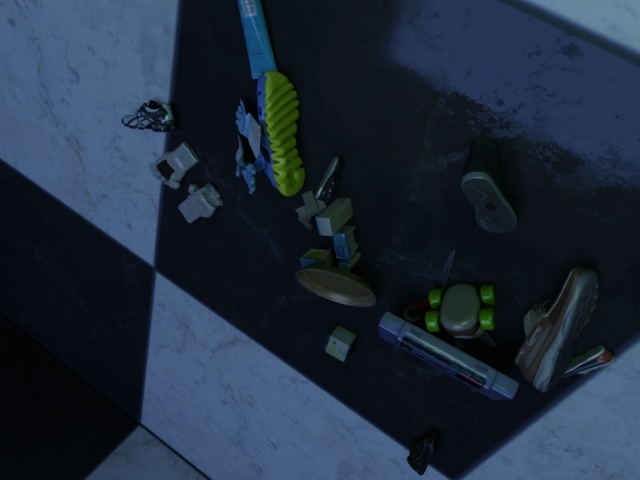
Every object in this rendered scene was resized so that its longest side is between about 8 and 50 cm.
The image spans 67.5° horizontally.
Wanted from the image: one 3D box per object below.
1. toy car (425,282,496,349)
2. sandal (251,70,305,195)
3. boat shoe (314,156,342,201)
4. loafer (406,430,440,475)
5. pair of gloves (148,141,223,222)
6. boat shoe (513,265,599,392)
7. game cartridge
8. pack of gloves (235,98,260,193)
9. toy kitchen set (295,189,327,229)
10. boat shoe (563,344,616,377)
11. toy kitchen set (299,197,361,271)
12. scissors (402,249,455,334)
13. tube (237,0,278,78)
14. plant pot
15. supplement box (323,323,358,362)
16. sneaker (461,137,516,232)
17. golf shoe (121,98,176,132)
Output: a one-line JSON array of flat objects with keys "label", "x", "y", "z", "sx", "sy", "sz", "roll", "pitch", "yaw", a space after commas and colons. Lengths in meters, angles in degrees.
[{"label": "toy car", "x": 0.365, "y": 0.216, "z": 1.195, "sx": 0.155, "sy": 0.148, "sz": 0.188, "roll": -8, "pitch": 127, "yaw": 27}, {"label": "sandal", "x": -0.129, "y": -0.266, "z": 1.211, "sx": 0.138, "sy": 0.126, "sz": 0.317, "roll": 19, "pitch": 126, "yaw": 30}, {"label": "boat shoe", "x": 0.027, "y": -0.156, "z": 1.231, "sx": 0.042, "sy": 0.048, "sz": 0.133, "roll": 18, "pitch": 126, "yaw": -13}, {"label": "loafer", "x": 0.326, "y": 0.690, "z": 1.561, "sx": 0.078, "sy": 0.080, "sz": 0.219, "roll": 24, "pitch": 129, "yaw": 18}, {"label": "pair of gloves", "x": -0.426, "y": -0.172, "z": 1.518, "sx": 0.204, "sy": 0.042, "sz": 0.240, "roll": -16, "pitch": 110, "yaw": 39}, {"label": "boat shoe", "x": 0.519, "y": 0.195, "z": 1.086, "sx": 0.116, "sy": 0.123, "sz": 0.324, "roll": 36, "pitch": 127, "yaw": 43}, {"label": "game cartridge", "x": 0.316, "y": 0.308, "z": 1.253, "sx": 0.355, "sy": 0.068, "sz": 0.230, "roll": 27, "pitch": 171, "yaw": 16}, {"label": "pack of gloves", "x": -0.205, "y": -0.242, "z": 1.228, "sx": 0.232, "sy": 0.046, "sz": 0.194, "roll": -121, "pitch": 31, "yaw": -50}, {"label": "toy kitchen set", "x": -0.019, "y": -0.088, "z": 1.317, "sx": 0.083, "sy": 0.068, "sz": 0.075, "roll": -24, "pitch": 151, "yaw": 12}, {"label": "boat shoe", "x": 0.623, "y": 0.294, "z": 1.131, "sx": 0.043, "sy": 0.049, "sz": 0.137, "roll": 42, "pitch": 128, "yaw": 0}, {"label": "toy kitchen set", "x": 0.000, "y": 0.000, "z": 1.295, "sx": 0.166, "sy": 0.122, "sz": 0.207, "roll": 5, "pitch": 121, "yaw": 31}, {"label": "scissors", "x": 0.315, "y": 0.146, "z": 1.258, "sx": 0.109, "sy": 0.021, "sz": 0.297, "roll": 36, "pitch": 131, "yaw": 9}, {"label": "tube", "x": -0.151, "y": -0.483, "z": 1.131, "sx": 0.080, "sy": 0.052, "sz": 0.207, "roll": 15, "pitch": 131, "yaw": 31}, {"label": "plant pot", "x": 0.046, "y": 0.124, "z": 1.345, "sx": 0.237, "sy": 0.032, "sz": 0.236, "roll": 17, "pitch": 158, "yaw": 7}, {"label": "supplement box", "x": 0.064, "y": 0.325, "z": 1.510, "sx": 0.083, "sy": 0.056, "sz": 0.083, "roll": 27, "pitch": 130, "yaw": 16}, {"label": "sneaker", "x": 0.369, "y": -0.111, "z": 1.018, "sx": 0.083, "sy": 0.118, "sz": 0.222, "roll": -3, "pitch": 146, "yaw": 34}, {"label": "golf shoe", "x": -0.513, "y": -0.375, "z": 1.431, "sx": 0.198, "sy": 0.077, "sz": 0.093, "roll": 10, "pitch": 110, "yaw": 23}]
